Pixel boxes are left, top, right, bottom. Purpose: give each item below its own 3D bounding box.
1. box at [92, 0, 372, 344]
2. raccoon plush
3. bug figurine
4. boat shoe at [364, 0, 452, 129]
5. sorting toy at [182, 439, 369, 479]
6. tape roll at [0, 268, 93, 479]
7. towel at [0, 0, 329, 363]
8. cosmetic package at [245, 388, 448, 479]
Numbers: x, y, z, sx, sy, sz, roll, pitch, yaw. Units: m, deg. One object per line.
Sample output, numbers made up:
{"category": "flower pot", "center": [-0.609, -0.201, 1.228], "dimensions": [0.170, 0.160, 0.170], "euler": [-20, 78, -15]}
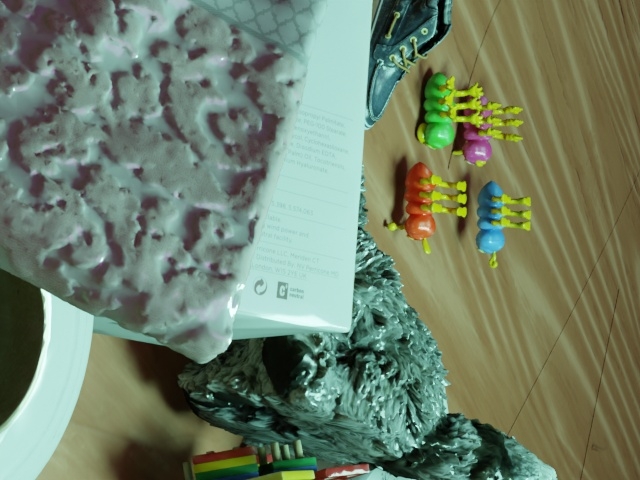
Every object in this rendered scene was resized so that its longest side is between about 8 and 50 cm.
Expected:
{"category": "box", "center": [-0.096, -0.106, 1.283], "dimensions": [0.168, 0.215, 0.345], "euler": [13, 77, -42]}
{"category": "raccoon plush", "center": [0.051, 0.063, 1.648], "dimensions": [0.446, 0.216, 0.299], "euler": [31, 64, -35]}
{"category": "bug figurine", "center": [0.167, -0.083, 2.073], "dimensions": [0.279, 0.072, 0.216], "euler": [11, 81, -59]}
{"category": "boat shoe", "center": [0.086, -0.204, 1.860], "dimensions": [0.065, 0.083, 0.183], "euler": [31, 70, -62]}
{"category": "sorting toy", "center": [-0.073, 0.213, 1.567], "dimensions": [0.132, 0.274, 0.046], "euler": [-2, 76, -31]}
{"category": "tape roll", "center": [-0.281, 0.053, 1.112], "dimensions": [0.246, 0.169, 0.246], "euler": [-31, 125, -58]}
{"category": "towel", "center": [-0.161, -0.127, 1.052], "dimensions": [0.332, 0.053, 0.317], "euler": [27, 58, -16]}
{"category": "cosmetic package", "center": [0.045, 0.334, 1.858], "dimensions": [0.217, 0.156, 0.385], "euler": [-50, 141, -43]}
